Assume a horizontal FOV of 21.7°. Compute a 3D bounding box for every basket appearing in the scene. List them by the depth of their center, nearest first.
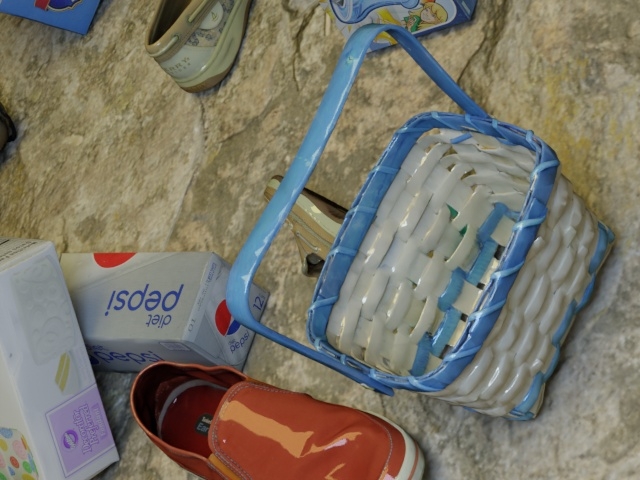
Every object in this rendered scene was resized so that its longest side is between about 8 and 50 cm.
[{"bbox_3d":[0.075,0.006,1.309,0.201,0.289,0.254,16,73,47],"label":"basket"}]

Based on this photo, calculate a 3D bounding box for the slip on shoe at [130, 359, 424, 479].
[{"bbox_3d":[-0.048,0.175,1.450,0.331,0.101,0.123,14,71,45],"label":"slip on shoe"}]

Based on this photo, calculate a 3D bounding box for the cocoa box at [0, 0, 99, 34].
[{"bbox_3d":[-0.401,-0.441,2.065,0.347,0.228,0.231,46,115,49],"label":"cocoa box"}]

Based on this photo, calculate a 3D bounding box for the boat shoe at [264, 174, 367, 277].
[{"bbox_3d":[0.000,0.000,1.557,0.190,0.068,0.072,34,99,49],"label":"boat shoe"}]

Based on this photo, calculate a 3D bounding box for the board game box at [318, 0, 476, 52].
[{"bbox_3d":[0.041,-0.275,1.601,0.136,0.201,0.035,-15,40,36],"label":"board game box"}]

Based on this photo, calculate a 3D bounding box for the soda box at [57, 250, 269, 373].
[{"bbox_3d":[-0.192,0.072,1.658,0.286,0.091,0.098,-1,62,42],"label":"soda box"}]

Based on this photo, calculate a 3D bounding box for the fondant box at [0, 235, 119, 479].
[{"bbox_3d":[-0.367,0.117,1.679,0.330,0.238,0.096,5,26,45],"label":"fondant box"}]

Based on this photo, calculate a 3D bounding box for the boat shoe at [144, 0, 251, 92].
[{"bbox_3d":[-0.121,-0.303,1.853,0.105,0.089,0.285,-13,55,37],"label":"boat shoe"}]

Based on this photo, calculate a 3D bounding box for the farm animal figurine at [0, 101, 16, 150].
[{"bbox_3d":[-0.507,-0.150,2.059,0.327,0.172,0.330,8,60,32],"label":"farm animal figurine"}]
